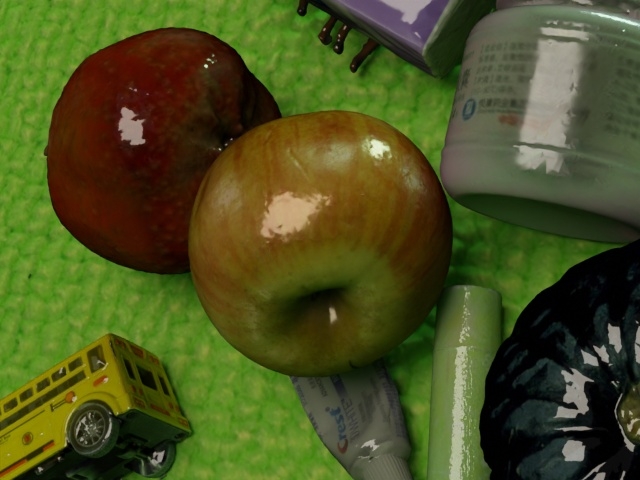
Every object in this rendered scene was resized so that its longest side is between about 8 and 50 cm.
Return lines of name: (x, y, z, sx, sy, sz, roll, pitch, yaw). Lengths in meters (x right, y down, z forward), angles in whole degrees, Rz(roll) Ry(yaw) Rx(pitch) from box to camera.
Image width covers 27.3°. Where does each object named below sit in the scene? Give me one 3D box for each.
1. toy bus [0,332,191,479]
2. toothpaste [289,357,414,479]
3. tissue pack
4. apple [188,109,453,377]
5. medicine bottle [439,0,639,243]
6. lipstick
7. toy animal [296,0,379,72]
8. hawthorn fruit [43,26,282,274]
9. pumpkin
toy bus: (-0.328, 0.250, 1.542, 0.330, 0.144, 0.152, -32, 58, 13)
toothpaste: (0.038, 0.179, 1.424, 0.099, 0.068, 0.282, -20, 51, -10)
tissue pack: (0.058, -0.367, 1.479, 0.338, 0.160, 0.242, 32, 93, 16)
apple: (0.000, 0.000, 1.369, 0.286, 0.286, 0.233, -29, 38, 16)
medicine bottle: (0.262, -0.166, 1.310, 0.241, 0.241, 0.302, 10, 83, 31)
lipstick: (0.148, 0.199, 1.343, 0.076, 0.076, 0.304, -5, 67, 27)
toy animal: (0.109, -0.293, 1.570, 0.229, 0.066, 0.224, -44, 61, 2)
hawthorn fruit: (-0.211, -0.105, 1.556, 0.330, 0.287, 0.287, 3, 72, 37)
pumpkin: (0.316, 0.174, 1.146, 0.363, 0.266, 0.363, -8, 72, 26)
